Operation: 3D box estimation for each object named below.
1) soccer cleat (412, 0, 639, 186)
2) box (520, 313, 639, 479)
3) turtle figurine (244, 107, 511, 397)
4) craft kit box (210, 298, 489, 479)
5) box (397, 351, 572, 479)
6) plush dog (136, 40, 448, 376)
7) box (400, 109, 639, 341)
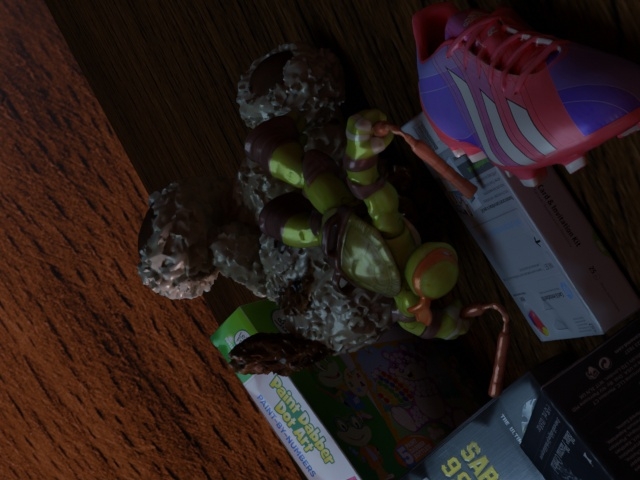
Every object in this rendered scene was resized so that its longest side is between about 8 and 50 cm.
[{"bbox_3d":[0.108,-0.091,0.925,0.095,0.083,0.248,63,171,-11],"label":"soccer cleat"},{"bbox_3d":[0.220,0.153,1.102,0.158,0.093,0.156,52,169,18],"label":"box"},{"bbox_3d":[0.035,0.004,1.211,0.217,0.087,0.269,32,157,45],"label":"turtle figurine"},{"bbox_3d":[0.053,0.150,1.541,0.246,0.061,0.250,51,-148,17],"label":"craft kit box"},{"bbox_3d":[0.189,0.232,1.302,0.231,0.056,0.183,55,131,12],"label":"box"},{"bbox_3d":[0.000,0.000,1.403,0.211,0.262,0.225,22,-153,-41],"label":"plush dog"},{"bbox_3d":[0.133,-0.019,1.129,0.186,0.038,0.145,57,170,0],"label":"box"}]
